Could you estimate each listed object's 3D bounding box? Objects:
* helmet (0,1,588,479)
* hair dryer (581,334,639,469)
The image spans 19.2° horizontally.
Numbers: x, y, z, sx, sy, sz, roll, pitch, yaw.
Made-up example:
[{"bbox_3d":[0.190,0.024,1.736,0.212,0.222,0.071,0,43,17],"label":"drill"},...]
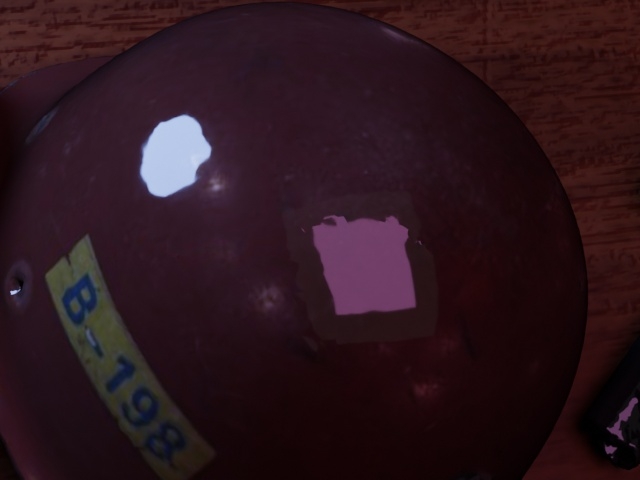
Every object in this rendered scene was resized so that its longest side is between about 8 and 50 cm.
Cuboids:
[{"bbox_3d":[0.000,0.000,1.002,0.337,0.230,0.385,-20,74,-39],"label":"helmet"},{"bbox_3d":[0.255,0.049,1.221,0.197,0.089,0.251,45,70,-6],"label":"hair dryer"}]
